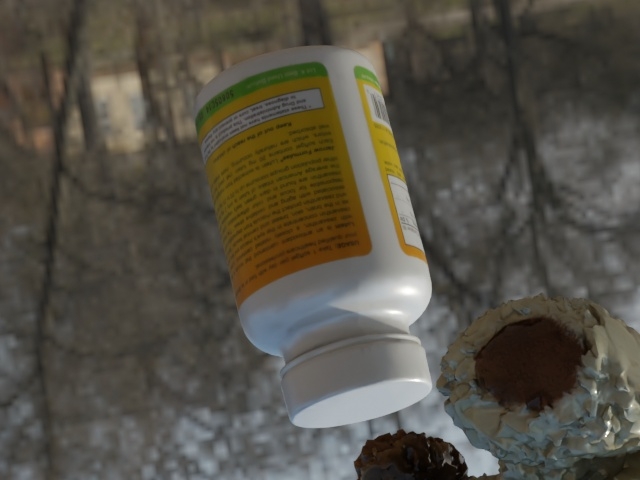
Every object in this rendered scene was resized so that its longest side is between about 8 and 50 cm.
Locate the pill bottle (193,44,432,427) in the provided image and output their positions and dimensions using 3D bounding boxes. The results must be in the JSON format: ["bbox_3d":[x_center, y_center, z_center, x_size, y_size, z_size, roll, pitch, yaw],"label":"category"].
[{"bbox_3d":[0.000,0.000,1.319,0.136,0.246,0.136,-12,161,-4],"label":"pill bottle"}]

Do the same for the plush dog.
[{"bbox_3d":[0.144,0.166,1.011,0.225,0.262,0.210,-37,168,34],"label":"plush dog"}]
